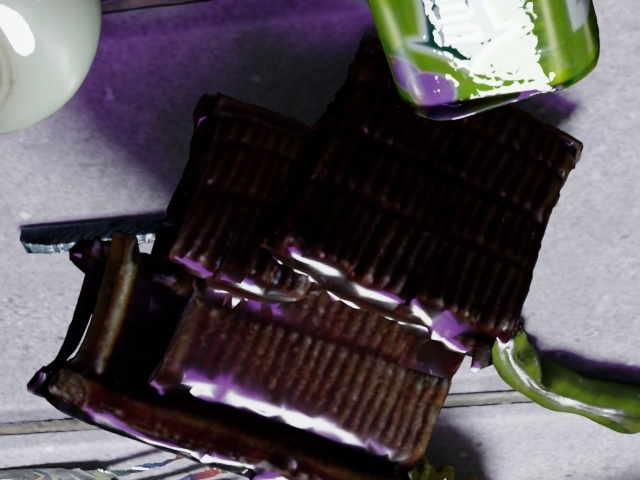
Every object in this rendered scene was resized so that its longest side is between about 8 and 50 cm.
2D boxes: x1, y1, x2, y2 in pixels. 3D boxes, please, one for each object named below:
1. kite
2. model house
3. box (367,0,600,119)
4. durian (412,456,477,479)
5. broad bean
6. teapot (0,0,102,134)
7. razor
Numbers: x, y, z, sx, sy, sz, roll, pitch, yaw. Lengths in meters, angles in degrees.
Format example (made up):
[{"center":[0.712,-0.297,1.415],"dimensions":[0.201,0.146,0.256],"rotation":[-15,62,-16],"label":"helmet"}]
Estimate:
[{"center":[-0.189,0.236,1.417],"dimensions":[0.245,0.015,0.141],"rotation":[-16,133,27],"label":"kite"},{"center":[0.000,0.000,1.036],"dimensions":[0.317,0.297,0.282],"rotation":[21,98,-11],"label":"model house"},{"center":[0.063,-0.225,0.844],"dimensions":[0.134,0.097,0.345],"rotation":[-8,134,15],"label":"box"},{"center":[0.067,0.280,1.323],"dimensions":[0.172,0.166,0.306],"rotation":[5,147,6],"label":"durian"},{"center":[0.208,0.119,1.223],"dimensions":[0.195,0.046,0.061],"rotation":[30,135,-20],"label":"broad bean"},{"center":[-0.253,-0.200,0.875],"dimensions":[0.220,0.149,0.318],"rotation":[-6,136,23],"label":"teapot"},{"center":[-0.139,-0.003,1.155],"dimensions":[0.190,0.033,0.066],"rotation":[-1,138,17],"label":"razor"}]
